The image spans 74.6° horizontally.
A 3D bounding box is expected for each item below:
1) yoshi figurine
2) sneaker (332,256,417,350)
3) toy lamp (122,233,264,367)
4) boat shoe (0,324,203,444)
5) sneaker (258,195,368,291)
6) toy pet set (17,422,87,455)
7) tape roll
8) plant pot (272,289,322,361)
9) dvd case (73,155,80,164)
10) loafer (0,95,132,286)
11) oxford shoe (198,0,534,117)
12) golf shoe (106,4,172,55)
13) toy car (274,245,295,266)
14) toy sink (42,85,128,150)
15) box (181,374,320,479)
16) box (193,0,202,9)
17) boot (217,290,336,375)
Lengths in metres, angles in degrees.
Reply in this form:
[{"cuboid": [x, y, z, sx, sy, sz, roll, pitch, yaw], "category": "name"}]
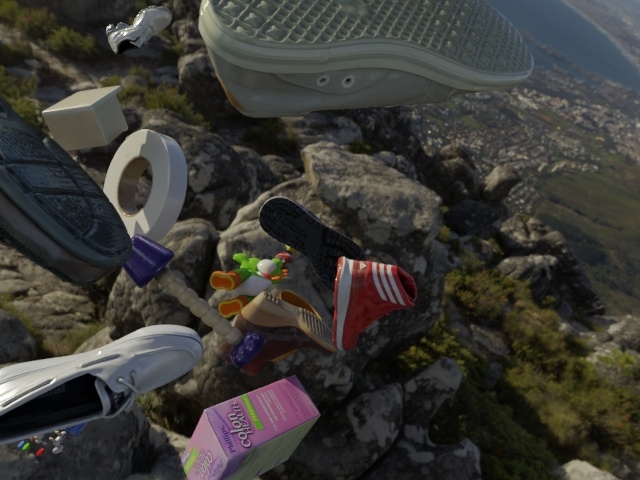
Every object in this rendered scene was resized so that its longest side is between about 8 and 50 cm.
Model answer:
[{"cuboid": [-0.272, 0.150, 1.550, 0.203, 0.204, 0.362, 38, 23, 12], "category": "yoshi figurine"}, {"cuboid": [0.087, 0.118, 0.680, 0.128, 0.221, 0.087, 5, 51, 7], "category": "sneaker"}, {"cuboid": [-0.215, 0.100, 0.696, 0.275, 0.080, 0.080, 48, 40, -15], "category": "toy lamp"}, {"cuboid": [-0.263, 0.180, 0.517, 0.258, 0.095, 0.084, -14, 26, -32], "category": "boat shoe"}, {"cuboid": [0.000, 0.000, 0.897, 0.283, 0.107, 0.124, 43, 9, -10], "category": "sneaker"}, {"cuboid": [-0.589, 0.437, 0.946, 0.065, 0.122, 0.114, 58, 43, -27], "category": "toy pet set"}, {"cuboid": [-0.597, -0.176, 1.409, 0.072, 0.392, 0.392, 14, 36, -54], "category": "tape roll"}, {"cuboid": [-0.121, 0.306, 1.441, 0.205, 0.188, 0.205, 41, 12, -11], "category": "plant pot"}, {"cuboid": [-0.828, -0.167, 1.284, 0.221, 0.018, 0.164, -41, 35, -5], "category": "dvd case"}, {"cuboid": [-0.254, -0.059, 0.311, 0.267, 0.084, 0.096, 47, 7, 3], "category": "loafer"}, {"cuboid": [0.074, -0.231, 0.525, 0.449, 0.130, 0.169, -10, 67, -23], "category": "oxford shoe"}, {"cuboid": [-0.449, -0.521, 1.061, 0.176, 0.069, 0.086, -24, 70, 6], "category": "golf shoe"}, {"cuboid": [-0.084, 0.029, 1.744, 0.225, 0.239, 0.053, -21, 74, -33], "category": "toy car"}, {"cuboid": [-0.715, -0.383, 1.319, 0.152, 0.131, 0.234, -7, 34, 2], "category": "toy sink"}, {"cuboid": [-0.158, 0.446, 0.950, 0.243, 0.214, 0.117, -8, 46, -43], "category": "box"}, {"cuboid": [-0.206, -0.421, 0.700, 0.136, 0.036, 0.225, 53, 5, -17], "category": "box"}, {"cuboid": [-0.103, 0.256, 1.034, 0.248, 0.207, 0.090, 33, 18, -8], "category": "boot"}]
